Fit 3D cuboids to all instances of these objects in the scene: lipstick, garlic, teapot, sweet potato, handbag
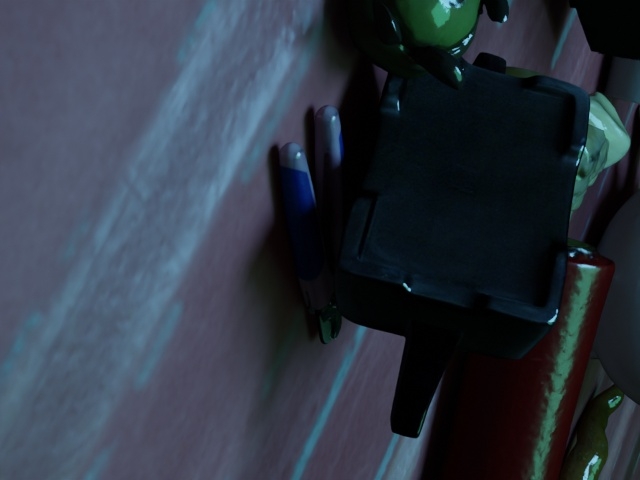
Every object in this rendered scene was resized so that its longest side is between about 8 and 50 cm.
[{"bbox_3d":[0.114,0.115,0.710,0.080,0.080,0.241,-5,108,-64],"label":"lipstick"},{"bbox_3d":[0.183,-0.074,0.792,0.053,0.041,0.083,58,28,-1],"label":"garlic"},{"bbox_3d":[0.055,-0.003,0.501,0.096,0.087,0.177,101,3,-58],"label":"teapot"},{"bbox_3d":[0.244,0.201,1.076,0.044,0.044,0.179,70,35,-51],"label":"sweet potato"},{"bbox_3d":[0.046,-0.118,0.467,0.072,0.047,0.111,31,74,-27],"label":"handbag"}]

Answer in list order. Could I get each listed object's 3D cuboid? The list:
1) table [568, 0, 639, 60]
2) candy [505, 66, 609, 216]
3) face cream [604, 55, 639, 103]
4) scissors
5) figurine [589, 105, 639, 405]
[{"bbox_3d":[0.217,-0.208,0.632,0.193,0.172,0.169,42,67,-58],"label":"table"},{"bbox_3d":[0.094,-0.030,0.598,0.095,0.085,0.110,14,103,-57],"label":"candy"},{"bbox_3d":[0.266,-0.219,0.836,0.077,0.077,0.250,-11,114,-63],"label":"face cream"},{"bbox_3d":[0.000,0.000,0.486,0.039,0.012,0.113,-50,146,-42],"label":"scissors"},{"bbox_3d":[0.341,0.005,1.045,0.394,0.226,0.275,-8,83,-70],"label":"figurine"}]
